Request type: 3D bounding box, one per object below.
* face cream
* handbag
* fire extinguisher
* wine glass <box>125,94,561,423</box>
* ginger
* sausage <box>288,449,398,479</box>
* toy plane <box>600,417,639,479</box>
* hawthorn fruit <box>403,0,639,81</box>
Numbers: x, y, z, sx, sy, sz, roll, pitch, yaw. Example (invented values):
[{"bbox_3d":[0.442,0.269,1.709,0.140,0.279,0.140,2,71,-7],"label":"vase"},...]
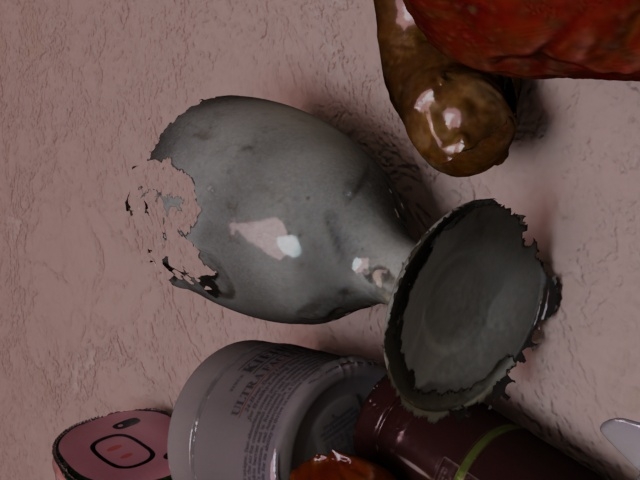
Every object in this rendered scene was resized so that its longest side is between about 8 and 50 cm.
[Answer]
[{"bbox_3d":[-0.020,0.181,1.072,0.152,0.177,0.177,3,99,47],"label":"face cream"},{"bbox_3d":[-0.193,0.269,1.294,0.205,0.179,0.117,14,115,49],"label":"handbag"},{"bbox_3d":[0.174,0.219,0.917,0.341,0.105,0.141,31,158,40],"label":"fire extinguisher"},{"bbox_3d":[0.005,-0.001,1.005,0.357,0.190,0.191,24,115,42],"label":"wine glass"},{"bbox_3d":[0.094,-0.200,0.929,0.133,0.107,0.310,-6,88,64],"label":"ginger"},{"bbox_3d":[0.078,0.318,0.965,0.097,0.094,0.348,-25,105,25],"label":"sausage"},{"bbox_3d":[0.290,0.111,0.740,0.266,0.122,0.267,19,124,31],"label":"toy plane"},{"bbox_3d":[0.161,-0.211,0.746,0.262,0.258,0.258,43,128,18],"label":"hawthorn fruit"}]
